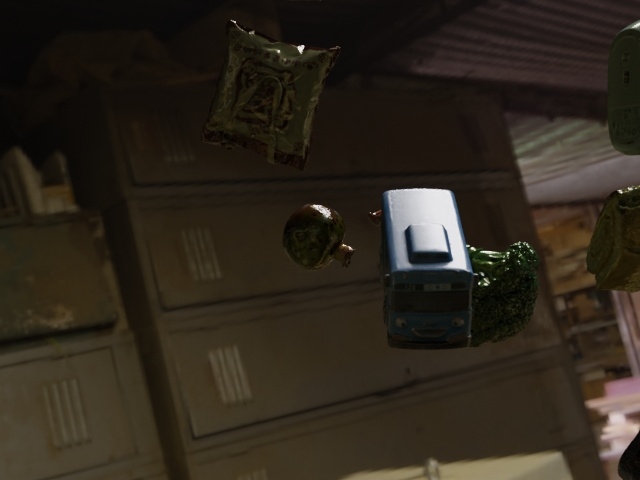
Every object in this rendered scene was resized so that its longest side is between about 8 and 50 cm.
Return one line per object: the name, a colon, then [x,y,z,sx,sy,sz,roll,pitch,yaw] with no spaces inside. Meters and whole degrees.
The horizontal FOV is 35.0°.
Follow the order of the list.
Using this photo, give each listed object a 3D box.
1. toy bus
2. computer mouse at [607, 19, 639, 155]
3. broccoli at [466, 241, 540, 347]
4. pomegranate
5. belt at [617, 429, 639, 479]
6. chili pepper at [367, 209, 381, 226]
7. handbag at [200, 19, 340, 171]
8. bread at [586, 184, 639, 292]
toy bus: [0.135,0.032,1.332,0.116,0.134,0.234,0,30,0]
computer mouse: [0.687,-0.325,2.154,0.097,0.289,0.159,-3,2,-21]
broccoli: [0.372,0.110,2.248,0.269,0.242,0.261,-37,-24,-5]
pomegranate: [-0.006,-0.005,1.833,0.130,0.130,0.130,-14,-8,-2]
belt: [0.693,0.408,2.005,0.139,0.126,0.230,34,-80,-37]
chili pepper: [0.157,-0.053,2.165,0.041,0.050,0.153,-4,4,38]
handbag: [-0.096,-0.265,1.849,0.213,0.235,0.127,15,8,-3]
bread: [0.668,-0.003,2.193,0.124,0.186,0.257,7,-38,-1]
